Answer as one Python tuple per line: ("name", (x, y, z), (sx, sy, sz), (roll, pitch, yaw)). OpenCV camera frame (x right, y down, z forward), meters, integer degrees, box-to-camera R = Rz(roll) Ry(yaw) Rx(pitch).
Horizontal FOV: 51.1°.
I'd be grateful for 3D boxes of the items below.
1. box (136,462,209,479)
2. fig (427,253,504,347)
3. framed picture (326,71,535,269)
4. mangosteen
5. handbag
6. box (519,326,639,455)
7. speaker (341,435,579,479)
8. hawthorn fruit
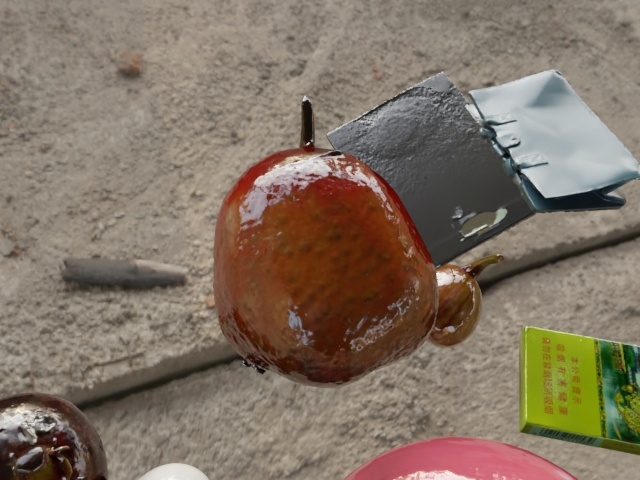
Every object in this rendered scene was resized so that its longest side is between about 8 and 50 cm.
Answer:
("box", (-0.276, 0.511, 0.968), (0.141, 0.288, 0.348), (28, 49, -13))
("fig", (0.257, 0.106, 1.316), (0.175, 0.175, 0.207), (38, 83, 11))
("framed picture", (0.187, -0.123, 1.122), (0.244, 0.013, 0.323), (-29, 64, -2))
("mangosteen", (-0.390, 0.316, 0.894), (0.236, 0.261, 0.235), (16, 60, -28))
("handbag", (0.289, -0.126, 0.857), (0.144, 0.057, 0.221), (-11, 51, -12))
("box", (0.498, 0.255, 1.097), (0.335, 0.047, 0.187), (10, 51, 4))
("speaker", (0.117, 0.309, 0.519), (0.295, 0.294, 0.294), (8, 54, -12))
("hawthorn fruit", (0.000, 0.000, 0.859), (0.285, 0.285, 0.368), (-7, 91, -21))
